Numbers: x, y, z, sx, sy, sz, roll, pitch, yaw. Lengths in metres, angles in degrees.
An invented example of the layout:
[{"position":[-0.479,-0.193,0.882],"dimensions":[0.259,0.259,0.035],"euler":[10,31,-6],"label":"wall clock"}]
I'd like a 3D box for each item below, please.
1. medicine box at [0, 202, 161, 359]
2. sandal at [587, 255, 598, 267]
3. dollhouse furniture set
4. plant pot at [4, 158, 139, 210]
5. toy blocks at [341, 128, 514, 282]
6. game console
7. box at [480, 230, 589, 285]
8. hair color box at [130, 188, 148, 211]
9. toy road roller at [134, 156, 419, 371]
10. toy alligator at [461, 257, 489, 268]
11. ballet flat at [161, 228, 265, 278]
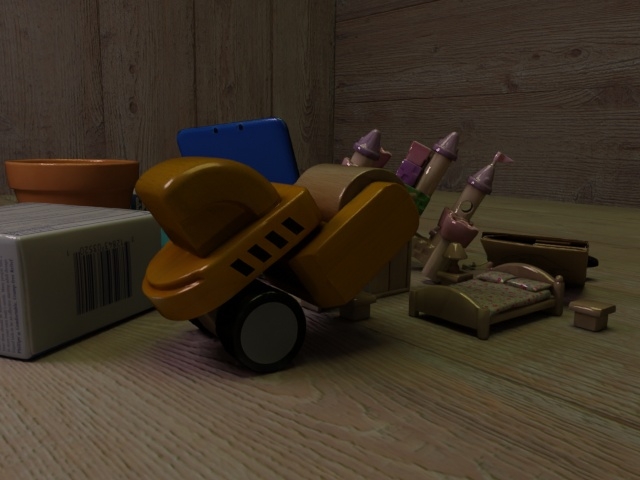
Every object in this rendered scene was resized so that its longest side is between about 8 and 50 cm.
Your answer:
[{"position":[-0.418,0.037,0.811],"dimensions":[0.289,0.149,0.263],"euler":[4,10,20],"label":"medicine box"},{"position":[0.441,0.052,1.103],"dimensions":[0.179,0.040,0.067],"euler":[1,-20,-8],"label":"sandal"},{"position":[0.188,0.029,0.845],"dimensions":[0.303,0.174,0.355],"euler":[-7,12,-38],"label":"dollhouse furniture set"},{"position":[-0.577,-0.088,1.374],"dimensions":[0.290,0.203,0.291],"euler":[0,10,0],"label":"plant pot"},{"position":[0.194,-0.115,1.172],"dimensions":[0.288,0.260,0.309],"euler":[29,13,7],"label":"toy blocks"},{"position":[-0.132,-0.140,1.264],"dimensions":[0.293,0.173,0.250],"euler":[1,-5,32],"label":"game console"},{"position":[0.374,0.034,1.004],"dimensions":[0.164,0.021,0.201],"euler":[6,-17,25],"label":"box"},{"position":[-0.494,-0.093,1.698],"dimensions":[0.347,0.105,0.174],"euler":[6,11,32],"label":"hair color box"},{"position":[-0.069,-0.026,0.707],"dimensions":[0.329,0.241,0.202],"euler":[-40,27,-19],"label":"toy road roller"},{"position":[0.386,0.034,1.185],"dimensions":[0.189,0.051,0.056],"euler":[1,9,1],"label":"toy alligator"},{"position":[-0.146,-0.014,1.162],"dimensions":[0.482,0.164,0.182],"euler":[4,0,38],"label":"ballet flat"}]
